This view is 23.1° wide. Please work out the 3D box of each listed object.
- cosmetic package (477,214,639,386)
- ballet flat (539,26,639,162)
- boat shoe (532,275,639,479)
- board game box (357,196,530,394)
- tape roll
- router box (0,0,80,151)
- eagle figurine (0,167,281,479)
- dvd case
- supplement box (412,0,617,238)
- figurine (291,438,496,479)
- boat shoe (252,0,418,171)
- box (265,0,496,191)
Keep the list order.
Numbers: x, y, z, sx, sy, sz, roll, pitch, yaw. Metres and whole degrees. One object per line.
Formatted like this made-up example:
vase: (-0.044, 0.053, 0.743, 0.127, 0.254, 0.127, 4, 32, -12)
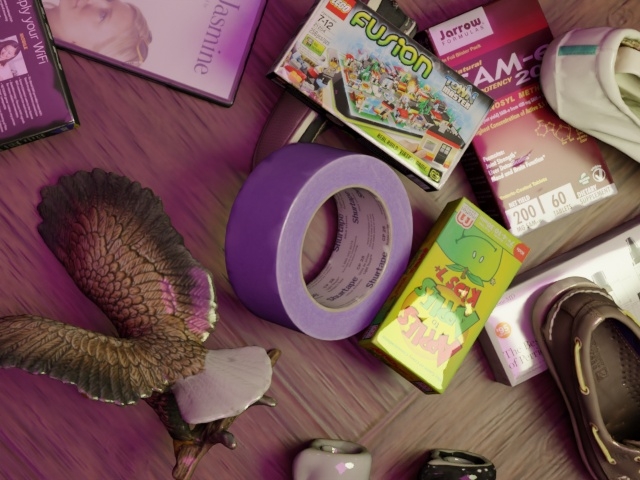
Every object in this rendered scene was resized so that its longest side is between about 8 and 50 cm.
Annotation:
cosmetic package: (0.281, 0.060, 1.674, 0.239, 0.060, 0.099, -26, 93, -9)
ballet flat: (0.412, -0.112, 1.623, 0.400, 0.139, 0.139, 23, 86, -22)
boat shoe: (0.326, 0.185, 1.630, 0.117, 0.097, 0.324, -31, 113, -7)
board game box: (0.127, 0.057, 1.591, 0.092, 0.043, 0.181, 37, 73, -12)
tape roll: (0.000, 0.000, 1.566, 0.189, 0.080, 0.189, -14, 111, -42)
router box: (-0.397, -0.223, 1.529, 0.243, 0.081, 0.308, -17, 93, -3)
eagle figurine: (-0.197, 0.095, 1.527, 0.225, 0.226, 0.298, -41, 102, 13)
dvd case: (-0.182, -0.261, 1.610, 0.253, 0.022, 0.180, 19, 87, -10)
supplement box: (0.204, -0.133, 1.655, 0.130, 0.073, 0.239, -24, 93, -9)
figurine: (0.064, 0.322, 1.626, 0.215, 0.092, 0.209, 6, 93, -9)
boat shoe: (0.015, -0.149, 1.617, 0.079, 0.084, 0.233, 35, 88, -29)
box: (0.061, -0.152, 1.562, 0.207, 0.036, 0.114, 34, 80, -13)
